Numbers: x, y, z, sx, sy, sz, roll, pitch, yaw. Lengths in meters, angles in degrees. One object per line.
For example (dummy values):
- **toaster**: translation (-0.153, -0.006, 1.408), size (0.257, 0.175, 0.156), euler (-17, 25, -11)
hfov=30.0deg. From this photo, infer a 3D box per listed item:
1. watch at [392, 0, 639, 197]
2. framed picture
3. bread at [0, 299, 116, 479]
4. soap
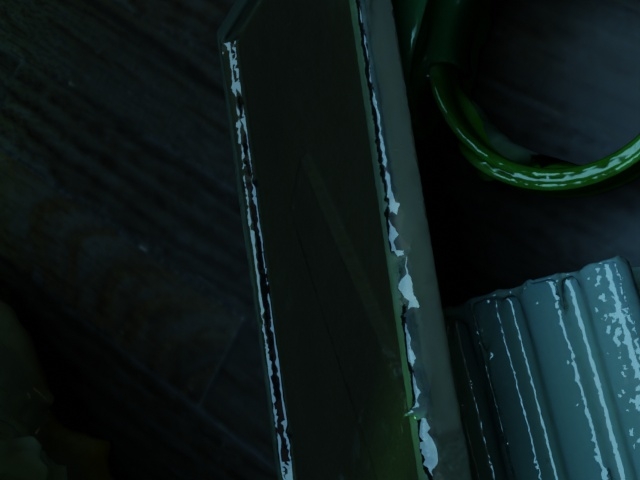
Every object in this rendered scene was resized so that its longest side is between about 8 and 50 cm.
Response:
- **watch**: translation (0.108, -0.106, 0.569), size (0.152, 0.131, 0.165), euler (16, 92, 20)
- **framed picture**: translation (0.000, 0.000, 0.587), size (0.232, 0.024, 0.315), euler (145, 119, -69)
- **bread**: translation (-0.266, 0.223, 0.679), size (0.394, 0.250, 0.361), euler (-56, 51, 16)
- **soap**: translation (0.125, 0.117, 0.564), size (0.114, 0.063, 0.198), euler (-18, 76, 27)
